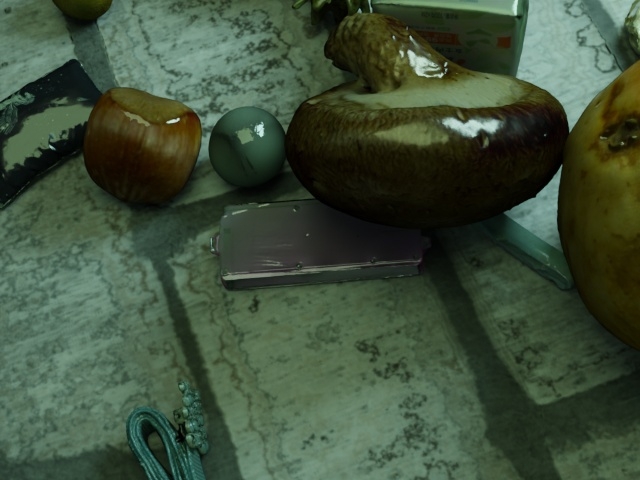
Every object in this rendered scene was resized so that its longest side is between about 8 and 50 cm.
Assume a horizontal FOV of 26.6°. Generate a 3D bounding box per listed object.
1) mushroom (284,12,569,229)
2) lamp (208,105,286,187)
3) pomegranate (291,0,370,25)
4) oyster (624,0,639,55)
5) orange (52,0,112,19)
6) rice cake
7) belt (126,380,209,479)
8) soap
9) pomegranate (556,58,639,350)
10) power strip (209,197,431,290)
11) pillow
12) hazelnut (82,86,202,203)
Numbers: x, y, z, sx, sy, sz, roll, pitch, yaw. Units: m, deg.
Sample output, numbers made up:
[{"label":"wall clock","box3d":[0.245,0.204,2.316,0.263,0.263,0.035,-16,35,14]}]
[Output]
[{"label":"mushroom","box3d":[0.132,-0.123,1.632,0.345,0.239,0.345,-9,41,8]},{"label":"lamp","box3d":[-0.094,-0.121,1.752,0.105,0.105,0.105,-2,63,4]},{"label":"pomegranate","box3d":[-0.021,-0.444,1.868,0.231,0.231,0.286,11,93,11]},{"label":"oyster","box3d":[0.487,-0.282,1.793,0.163,0.081,0.191,-36,69,-17]},{"label":"orange","box3d":[-0.337,-0.353,1.904,0.095,0.085,0.085,3,63,-1]},{"label":"rice cake","box3d":[0.245,0.003,1.694,0.180,0.030,0.042,36,59,21]},{"label":"belt","box3d":[-0.158,0.266,1.587,0.100,0.065,0.179,-29,66,0]},{"label":"soap","box3d":[0.171,-0.304,1.774,0.199,0.182,0.138,6,66,8]},{"label":"pomegranate","box3d":[0.465,-0.026,1.528,0.410,0.410,0.410,-2,63,4]},{"label":"power strip","box3d":[0.000,0.000,1.716,0.278,0.037,0.109,-4,62,4]},{"label":"pillow","box3d":[-0.385,-0.152,1.825,0.208,0.055,0.141,-35,73,-11]},{"label":"hazelnut","box3d":[-0.233,-0.122,1.750,0.150,0.150,0.150,-2,63,4]}]
